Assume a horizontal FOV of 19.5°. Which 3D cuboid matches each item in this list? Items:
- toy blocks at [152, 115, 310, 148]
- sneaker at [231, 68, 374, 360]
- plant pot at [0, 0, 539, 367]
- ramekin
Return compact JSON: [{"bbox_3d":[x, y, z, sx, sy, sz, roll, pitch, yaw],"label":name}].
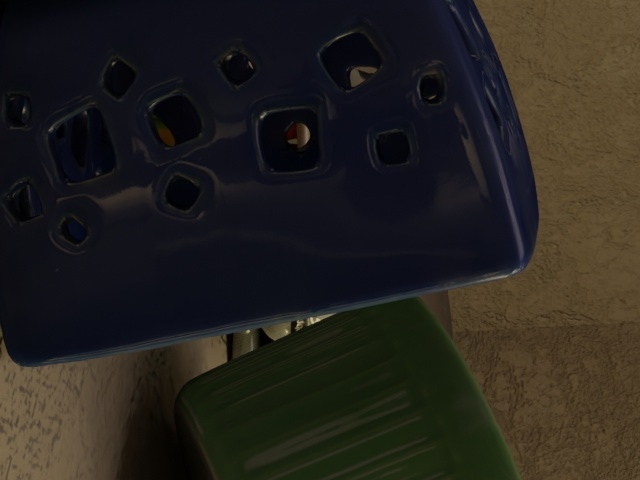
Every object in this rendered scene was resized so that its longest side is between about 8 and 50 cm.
[{"bbox_3d":[-0.040,-0.068,1.058,0.123,0.148,0.054,63,24,-72],"label":"toy blocks"},{"bbox_3d":[0.000,0.000,1.294,0.292,0.110,0.118,110,2,-50],"label":"sneaker"},{"bbox_3d":[-0.032,-0.082,0.868,0.236,0.236,0.212,-56,135,-77],"label":"plant pot"},{"bbox_3d":[0.024,0.190,1.097,0.303,0.148,0.303,161,-90,-79],"label":"ramekin"}]
